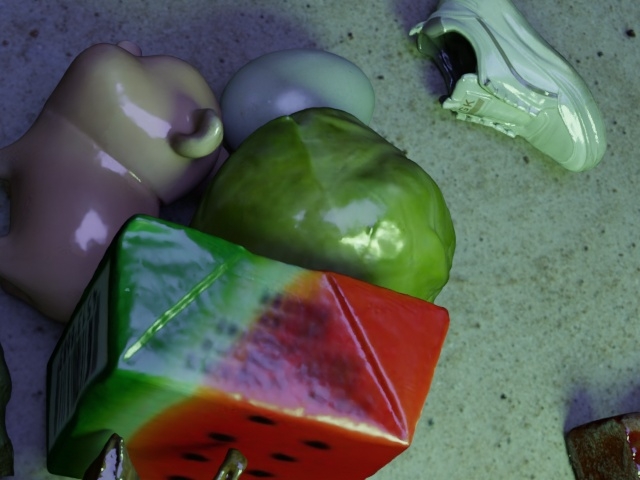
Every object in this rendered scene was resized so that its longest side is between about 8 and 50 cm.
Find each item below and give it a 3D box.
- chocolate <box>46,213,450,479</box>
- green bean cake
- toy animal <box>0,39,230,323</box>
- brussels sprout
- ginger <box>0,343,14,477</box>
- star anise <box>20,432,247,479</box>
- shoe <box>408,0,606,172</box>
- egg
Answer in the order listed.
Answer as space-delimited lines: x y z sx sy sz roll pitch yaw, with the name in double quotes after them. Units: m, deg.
-0.094 0.154 1.310 0.341 0.360 0.161 17 58 -15 "chocolate"
0.373 0.286 1.583 0.056 0.135 0.136 -10 78 -27 "green bean cake"
-0.235 -0.069 1.425 0.269 0.237 0.326 0 75 -2 "toy animal"
0.000 0.000 1.440 0.328 0.328 0.247 -1 57 -21 "brussels sprout"
-0.398 0.137 1.357 0.137 0.089 0.290 0 74 -22 "ginger"
-0.217 0.334 1.270 0.349 0.109 0.292 -11 116 8 "star anise"
0.234 -0.199 1.693 0.159 0.124 0.316 -34 82 -27 "shoe"
-0.026 -0.160 1.561 0.209 0.151 0.151 -16 80 -33 "egg"
